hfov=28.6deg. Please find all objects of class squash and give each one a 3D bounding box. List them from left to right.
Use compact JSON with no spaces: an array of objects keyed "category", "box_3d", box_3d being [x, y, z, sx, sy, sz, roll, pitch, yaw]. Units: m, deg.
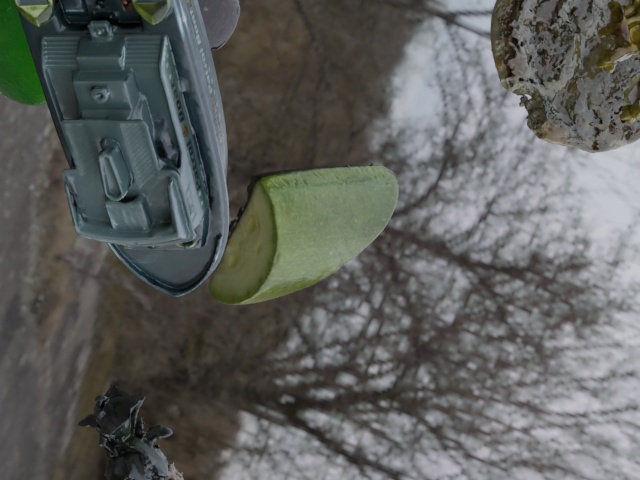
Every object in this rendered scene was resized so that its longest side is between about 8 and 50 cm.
[{"category":"squash","box_3d":[0.000,0.000,1.541,0.252,0.093,0.169,-8,133,-49]}]

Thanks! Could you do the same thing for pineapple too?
[{"category":"pineapple","box_3d":[-0.246,0.294,1.673,0.111,0.119,0.237,-84,164,-56]}]

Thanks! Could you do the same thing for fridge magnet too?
[{"category":"fridge magnet","box_3d":[-0.366,-0.256,1.471,0.088,0.208,0.208,-38,167,-33]}]

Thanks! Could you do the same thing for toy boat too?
[{"category":"toy boat","box_3d":[-0.125,-0.069,0.864,0.122,0.114,0.296,-75,163,-47]}]

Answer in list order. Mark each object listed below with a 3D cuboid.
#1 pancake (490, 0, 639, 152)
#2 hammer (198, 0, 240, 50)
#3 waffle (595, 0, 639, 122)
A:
[{"category":"pancake","box_3d":[0.456,-0.332,2.175,0.071,0.382,0.382,-15,-129,68]},{"category":"hammer","box_3d":[-0.091,-0.419,1.487,0.409,0.095,0.242,-56,-152,6]},{"category":"waffle","box_3d":[0.436,-0.221,1.447,0.051,0.231,0.229,121,-11,-79]}]
